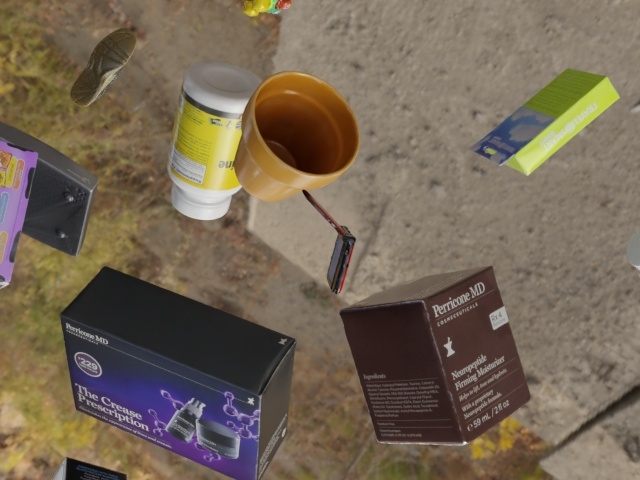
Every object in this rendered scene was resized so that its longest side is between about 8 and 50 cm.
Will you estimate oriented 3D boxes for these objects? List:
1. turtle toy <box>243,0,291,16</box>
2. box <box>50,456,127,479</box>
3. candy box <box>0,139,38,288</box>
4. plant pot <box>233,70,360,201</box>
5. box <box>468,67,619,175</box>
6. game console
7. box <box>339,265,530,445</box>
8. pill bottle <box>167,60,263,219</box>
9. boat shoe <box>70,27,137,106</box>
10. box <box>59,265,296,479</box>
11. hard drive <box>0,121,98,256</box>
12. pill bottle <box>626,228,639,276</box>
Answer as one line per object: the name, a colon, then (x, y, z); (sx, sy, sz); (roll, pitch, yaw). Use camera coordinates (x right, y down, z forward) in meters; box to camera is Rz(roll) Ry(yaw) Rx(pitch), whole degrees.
turtle toy: (-0.063, -0.373, 1.264); (0.066, 0.095, 0.130); (11, -177, -22)
box: (-0.296, 0.417, 0.994); (0.087, 0.169, 0.290); (25, -156, -25)
candy box: (-0.436, -0.047, 0.967); (0.196, 0.165, 0.070); (20, 155, -32)
plant pot: (-0.063, -0.163, 1.535); (0.205, 0.205, 0.188); (43, 144, -4)
box: (0.295, -0.155, 1.154); (0.042, 0.178, 0.109); (50, 180, -22)
game console: (0.000, 0.000, 1.250); (0.085, 0.124, 0.144); (15, -174, -5)
box: (0.162, 0.163, 1.222); (0.167, 0.168, 0.203); (-13, 96, 48)
pill bottle: (-0.246, -0.220, 1.974); (0.187, 0.188, 0.334); (31, 127, 18)
boat shoe: (-0.365, -0.291, 1.453); (0.056, 0.152, 0.049); (41, 180, -12)
box: (-0.171, 0.165, 1.049); (0.261, 0.103, 0.184); (19, 131, 14)
hard drive: (-0.471, -0.094, 1.353); (0.254, 0.054, 0.172); (28, 132, 1)
pill bottle: (0.503, 0.041, 1.216); (0.152, 0.086, 0.086); (30, 159, -25)
